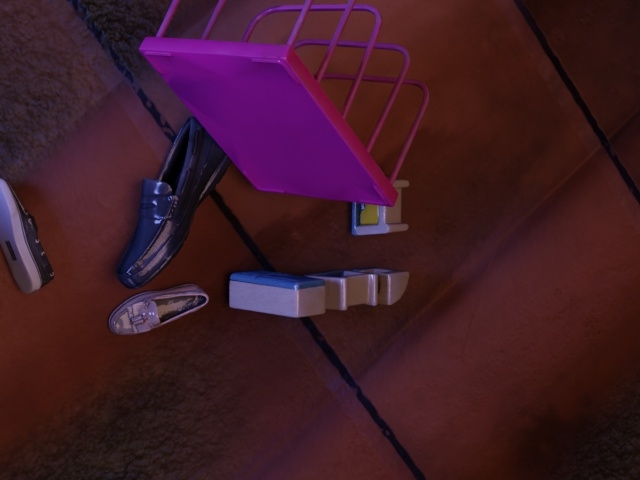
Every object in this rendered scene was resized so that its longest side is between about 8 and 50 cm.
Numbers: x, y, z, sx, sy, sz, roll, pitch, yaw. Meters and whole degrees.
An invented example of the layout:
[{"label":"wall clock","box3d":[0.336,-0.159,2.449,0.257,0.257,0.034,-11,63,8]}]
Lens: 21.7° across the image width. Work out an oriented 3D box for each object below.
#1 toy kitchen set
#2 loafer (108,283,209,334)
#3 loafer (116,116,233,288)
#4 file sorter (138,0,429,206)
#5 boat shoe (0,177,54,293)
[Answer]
[{"label":"toy kitchen set","box3d":[0.000,0.000,2.094,0.207,0.122,0.166,-6,98,-46]},{"label":"loafer","box3d":[-0.195,0.083,2.026,0.125,0.039,0.045,-20,105,-23]},{"label":"loafer","box3d":[-0.187,-0.046,1.997,0.078,0.076,0.223,39,72,-30]},{"label":"file sorter","box3d":[-0.026,-0.200,1.932,0.290,0.202,0.182,50,55,-48]},{"label":"boat shoe","box3d":[-0.349,-0.009,1.940,0.040,0.049,0.142,-29,110,-41]}]
